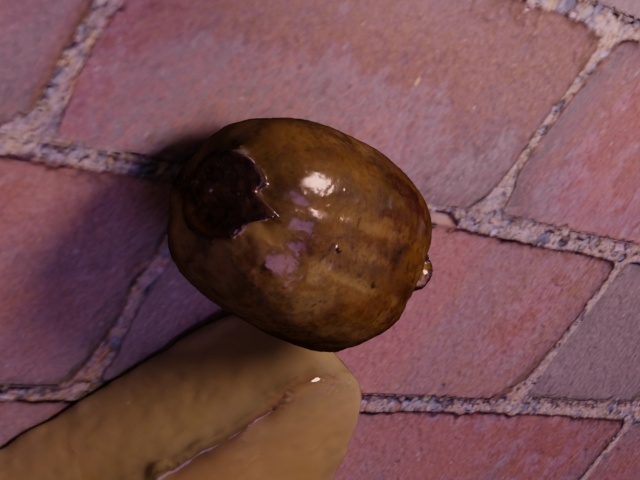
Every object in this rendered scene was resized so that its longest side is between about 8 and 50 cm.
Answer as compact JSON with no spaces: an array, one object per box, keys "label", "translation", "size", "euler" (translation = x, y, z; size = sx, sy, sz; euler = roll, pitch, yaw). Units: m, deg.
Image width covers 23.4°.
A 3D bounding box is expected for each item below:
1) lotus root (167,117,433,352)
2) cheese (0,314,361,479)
[{"label":"lotus root","translation":[0.000,0.000,1.049],"size":[0.145,0.128,0.260],"euler":[-57,146,7]},{"label":"cheese","translation":[-0.136,0.249,1.222],"size":[0.384,0.104,0.384],"euler":[-27,145,-21]}]
